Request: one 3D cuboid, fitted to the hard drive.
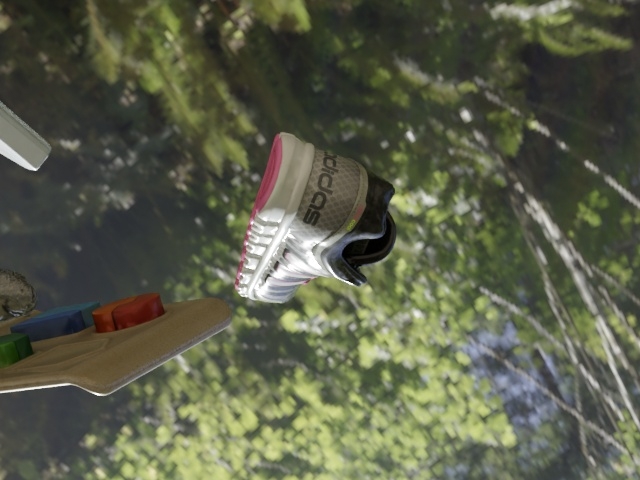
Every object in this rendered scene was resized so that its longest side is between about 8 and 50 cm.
[{"bbox_3d":[-0.447,-0.197,1.534,0.203,0.307,0.040,28,-101,38],"label":"hard drive"}]

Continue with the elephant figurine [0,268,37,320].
[{"bbox_3d":[-0.341,-0.012,1.160,0.239,0.186,0.169,-23,-162,23],"label":"elephant figurine"}]

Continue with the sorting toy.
[{"bbox_3d":[-0.245,0.098,1.184,0.229,0.041,0.307,-4,-168,30],"label":"sorting toy"}]

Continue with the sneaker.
[{"bbox_3d":[0.000,0.000,0.750,0.074,0.170,0.063,18,-111,0],"label":"sneaker"}]
